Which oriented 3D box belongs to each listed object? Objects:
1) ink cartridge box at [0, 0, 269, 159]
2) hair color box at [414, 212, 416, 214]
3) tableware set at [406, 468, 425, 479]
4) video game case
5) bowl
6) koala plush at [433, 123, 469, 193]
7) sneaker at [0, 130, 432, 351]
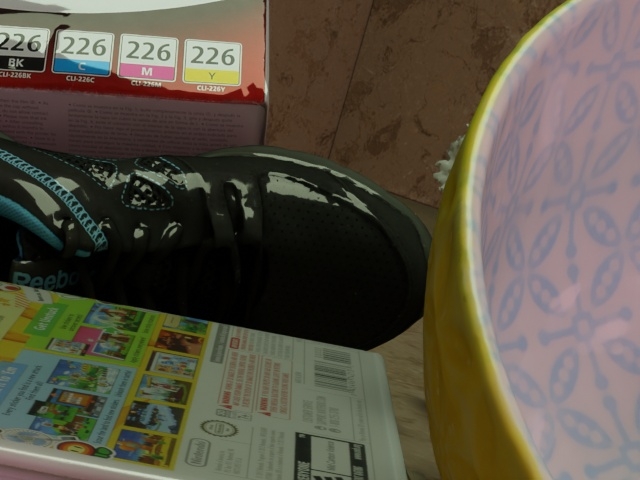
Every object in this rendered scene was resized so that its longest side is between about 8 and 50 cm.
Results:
[{"bbox_3d":[-0.188,-0.146,0.948,0.309,0.130,0.272,3,50,-6],"label":"ink cartridge box"},{"bbox_3d":[0.000,0.000,1.267,0.053,0.093,0.167,11,7,-35],"label":"hair color box"},{"bbox_3d":[-0.031,0.088,0.658,0.168,0.020,0.141,18,6,12],"label":"tableware set"},{"bbox_3d":[-0.072,0.063,0.608,0.206,0.026,0.227,11,10,-2],"label":"video game case"},{"bbox_3d":[0.148,0.070,0.488,0.289,0.289,0.156,15,-38,-12],"label":"bowl"},{"bbox_3d":[0.162,-0.008,0.664,0.221,0.203,0.196,10,5,10],"label":"koala plush"},{"bbox_3d":[-0.103,0.015,0.793,0.340,0.125,0.140,7,18,-9],"label":"sneaker"}]
